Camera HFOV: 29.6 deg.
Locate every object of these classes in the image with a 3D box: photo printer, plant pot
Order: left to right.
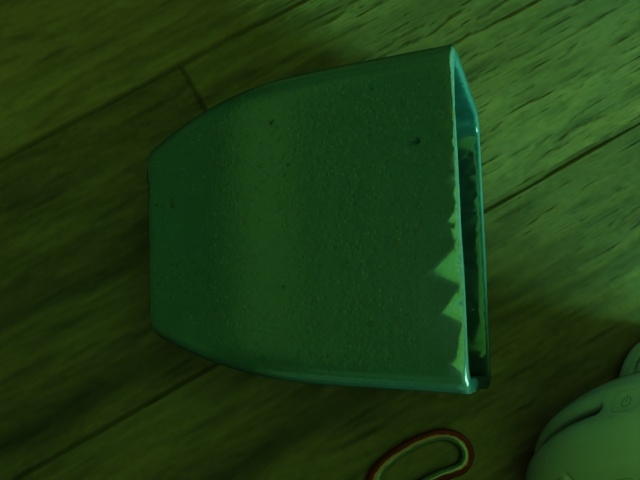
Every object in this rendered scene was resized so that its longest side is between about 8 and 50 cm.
[{"bbox_3d":[0.000,0.000,0.976,0.252,0.247,0.248,-3,84,12],"label":"plant pot"},{"bbox_3d":[0.328,0.214,0.974,0.307,0.256,0.107,26,63,-2],"label":"photo printer"}]

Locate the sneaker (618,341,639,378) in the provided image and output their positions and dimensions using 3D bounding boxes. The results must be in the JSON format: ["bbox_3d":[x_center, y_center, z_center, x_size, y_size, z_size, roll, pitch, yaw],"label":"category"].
[{"bbox_3d":[0.406,0.175,1.052,0.292,0.118,0.110,25,80,-4],"label":"sneaker"}]

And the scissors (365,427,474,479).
[{"bbox_3d":[0.012,0.267,1.052,0.297,0.021,0.109,-26,89,-7],"label":"scissors"}]
